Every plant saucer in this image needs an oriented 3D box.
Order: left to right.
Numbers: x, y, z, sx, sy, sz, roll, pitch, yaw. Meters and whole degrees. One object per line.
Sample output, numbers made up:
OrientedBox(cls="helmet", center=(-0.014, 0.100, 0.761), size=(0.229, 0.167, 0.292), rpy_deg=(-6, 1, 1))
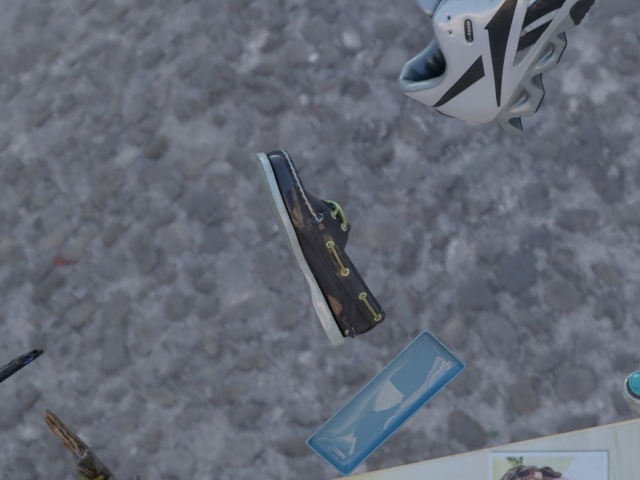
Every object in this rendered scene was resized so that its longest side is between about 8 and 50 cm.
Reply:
OrientedBox(cls="plant saucer", center=(0.072, 0.180, 1.533), size=(0.192, 0.067, 0.018), rpy_deg=(-45, 16, 12))

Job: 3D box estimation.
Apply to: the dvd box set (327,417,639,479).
OrientedBox(cls="dvd box set", center=(0.178, 0.230, 0.620), size=(0.420, 0.062, 0.307), rpy_deg=(-17, 70, 23))

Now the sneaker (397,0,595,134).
OrientedBox(cls="sneaker", center=(0.159, -0.236, 1.210), size=(0.146, 0.330, 0.122), rpy_deg=(9, 40, -12))

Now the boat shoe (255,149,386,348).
OrientedBox(cls="boat shoe", center=(0.000, 0.000, 1.397), size=(0.069, 0.227, 0.081), rpy_deg=(-24, 25, -2))

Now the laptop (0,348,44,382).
OrientedBox(cls="laptop", center=(-0.411, 0.254, 1.482), size=(0.234, 0.136, 0.264), rpy_deg=(-28, 4, 16))

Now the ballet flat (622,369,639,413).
OrientedBox(cls="ballet flat", center=(0.408, 0.157, 1.470), size=(0.168, 0.052, 0.057), rpy_deg=(-4, 50, 13))

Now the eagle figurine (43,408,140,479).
OrientedBox(cls="eagle figurine", center=(-0.341, 0.396, 1.667), size=(0.226, 0.225, 0.298), rpy_deg=(37, 68, 0))
